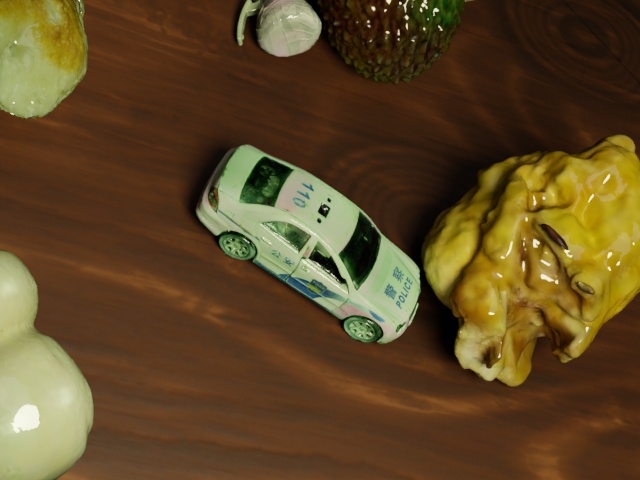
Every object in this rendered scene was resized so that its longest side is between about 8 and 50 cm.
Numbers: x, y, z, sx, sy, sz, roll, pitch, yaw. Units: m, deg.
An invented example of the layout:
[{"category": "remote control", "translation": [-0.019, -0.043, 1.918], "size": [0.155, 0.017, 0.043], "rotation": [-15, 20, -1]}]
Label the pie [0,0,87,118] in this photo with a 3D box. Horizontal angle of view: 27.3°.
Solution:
[{"category": "pie", "translation": [-0.297, -0.221, 1.060], "size": [0.274, 0.105, 0.257], "rotation": [48, 19, -12]}]

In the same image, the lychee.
[{"category": "lychee", "translation": [0.072, -0.239, 1.305], "size": [0.171, 0.171, 0.171], "rotation": [15, 57, -24]}]

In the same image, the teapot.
[{"category": "teapot", "translation": [-0.044, -0.218, 1.282], "size": [0.083, 0.064, 0.064], "rotation": [-14, 60, -3]}]

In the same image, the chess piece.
[{"category": "chess piece", "translation": [-0.282, 0.034, 0.929], "size": [0.182, 0.182, 0.330], "rotation": [-29, 87, -39]}]

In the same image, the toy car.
[{"category": "toy car", "translation": [0.000, 0.000, 1.169], "size": [0.224, 0.076, 0.090], "rotation": [34, 50, -10]}]

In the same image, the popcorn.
[{"category": "popcorn", "translation": [0.201, 0.011, 1.215], "size": [0.190, 0.191, 0.253], "rotation": [39, 58, 12]}]
